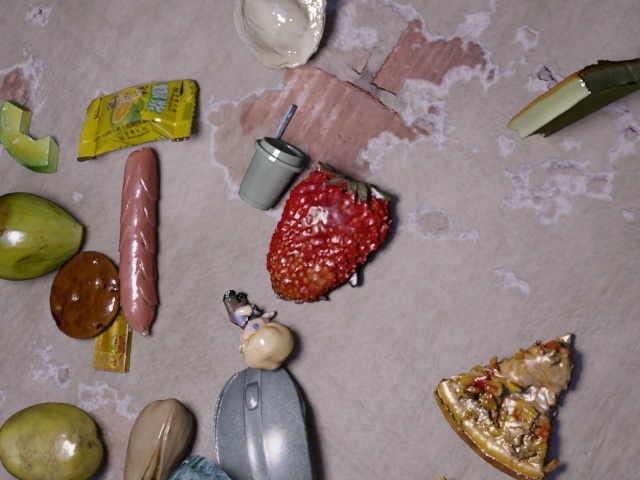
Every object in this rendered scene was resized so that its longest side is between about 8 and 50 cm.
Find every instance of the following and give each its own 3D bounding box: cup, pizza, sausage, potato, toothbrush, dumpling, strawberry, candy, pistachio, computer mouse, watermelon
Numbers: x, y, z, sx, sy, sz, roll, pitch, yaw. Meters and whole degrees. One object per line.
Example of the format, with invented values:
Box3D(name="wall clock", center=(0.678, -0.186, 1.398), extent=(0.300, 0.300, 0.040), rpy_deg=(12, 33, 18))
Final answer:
Box3D(name="cup", center=(-0.108, -0.139, 1.944), extent=(0.120, 0.120, 0.141), rpy_deg=(35, 109, 20))
Box3D(name="pizza", center=(0.384, 0.327, 1.724), extent=(0.288, 0.074, 0.251), rpy_deg=(-29, 77, 16))
Box3D(name="sausage", center=(-0.406, -0.001, 2.043), extent=(0.088, 0.088, 0.432), rpy_deg=(-4, 82, 20))
Box3D(name="potato", center=(-0.592, 0.456, 2.020), extent=(0.229, 0.148, 0.197), rpy_deg=(-20, 64, 15))
Box3D(name="toothbrush", center=(-0.111, -0.200, 1.997), extent=(0.019, 0.016, 0.219), rpy_deg=(32, 96, 29))
Box3D(name="dumpling", center=(-0.095, -0.459, 1.972), extent=(0.252, 0.131, 0.179), rpy_deg=(6, 107, 31))
Box3D(name="strawberry", center=(0.000, 0.000, 1.870), extent=(0.234, 0.138, 0.306), rpy_deg=(28, 92, 19))
Box3D(name="candy", center=(-0.418, -0.277, 2.075), extent=(0.297, 0.081, 0.187), rpy_deg=(-8, 58, 18))
Box3D(name="pistachio", center=(-0.348, 0.440, 1.942), extent=(0.136, 0.136, 0.225), rpy_deg=(21, 91, 21))
Box3D(name="computer mouse", center=(-0.107, 0.432, 1.865), extent=(0.203, 0.114, 0.373), rpy_deg=(-20, 76, 18))
Box3D(name="watermelon", center=(-0.212, 0.551, 1.819), extent=(0.214, 0.319, 0.289), rpy_deg=(27, 125, -19))

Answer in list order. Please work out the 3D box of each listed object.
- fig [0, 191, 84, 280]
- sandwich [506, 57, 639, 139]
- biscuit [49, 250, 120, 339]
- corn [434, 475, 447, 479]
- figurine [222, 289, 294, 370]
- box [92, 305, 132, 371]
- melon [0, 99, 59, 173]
Box3D(name="fig", center=(-0.668, -0.010, 2.076), extent=(0.230, 0.207, 0.207), rpy_deg=(0, 83, 20))
Box3D(name="sandwich", center=(0.491, -0.267, 1.735), extent=(0.212, 0.245, 0.063), rpy_deg=(-35, 74, 49))
Box3D(name="biscuit", center=(-0.540, 0.122, 2.086), extent=(0.212, 0.036, 0.212), rpy_deg=(-7, 75, 28))
Box3D(name="corn", center=(0.174, 0.563, 1.763), extent=(0.081, 0.081, 0.248), rpy_deg=(45, 99, 19))
Box3D(name="figurine", center=(-0.131, 0.182, 1.913), extent=(0.108, 0.114, 0.196), rpy_deg=(-42, 55, 13))
Box3D(name="box", center=(-0.470, 0.217, 2.071), extent=(0.089, 0.022, 0.156), rpy_deg=(3, 84, 23))
Box3D(name="melon", center=(-0.707, -0.243, 2.196), extent=(0.210, 0.064, 0.118), rpy_deg=(36, 91, 18))
